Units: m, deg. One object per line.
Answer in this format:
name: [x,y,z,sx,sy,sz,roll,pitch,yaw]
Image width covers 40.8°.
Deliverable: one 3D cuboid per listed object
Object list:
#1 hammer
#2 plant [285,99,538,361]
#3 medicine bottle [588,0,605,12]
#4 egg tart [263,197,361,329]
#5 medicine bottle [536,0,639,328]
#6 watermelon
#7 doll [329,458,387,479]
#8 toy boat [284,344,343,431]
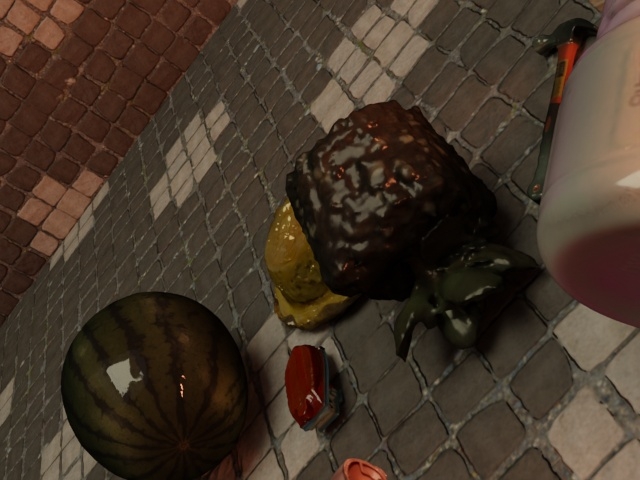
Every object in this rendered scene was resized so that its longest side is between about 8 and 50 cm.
hammer: [0.301,-0.167,1.094,0.111,0.033,0.287,-19,48,51]
plant: [0.115,-0.004,1.063,0.215,0.213,0.312,-46,66,22]
medicine bottle: [0.439,-0.373,0.946,0.318,0.158,0.158,-22,45,49]
egg tart: [0.000,0.000,1.328,0.288,0.118,0.288,-39,37,37]
medicine bottle: [0.336,-0.103,0.738,0.256,0.256,0.324,-15,50,52]
watermelon: [-0.258,0.219,1.340,0.278,0.279,0.359,-58,28,0]
doll: [0.042,0.363,0.792,0.268,0.216,0.284,-56,17,15]
toy boat: [-0.010,0.200,1.199,0.069,0.059,0.173,-48,23,17]
